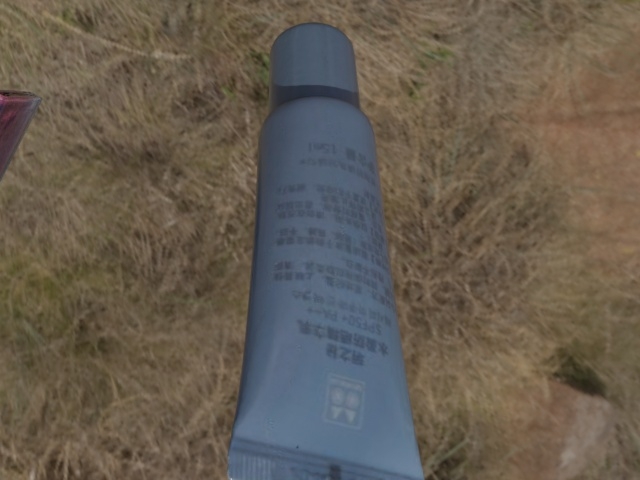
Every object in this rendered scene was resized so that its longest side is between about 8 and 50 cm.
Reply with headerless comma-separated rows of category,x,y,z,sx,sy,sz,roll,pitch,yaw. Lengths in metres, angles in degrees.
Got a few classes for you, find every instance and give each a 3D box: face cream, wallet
face cream,0.000,0.000,0.729,0.135,0.385,0.086,18,138,-24
wallet,-0.428,-0.082,1.321,0.025,0.119,0.232,30,99,2
